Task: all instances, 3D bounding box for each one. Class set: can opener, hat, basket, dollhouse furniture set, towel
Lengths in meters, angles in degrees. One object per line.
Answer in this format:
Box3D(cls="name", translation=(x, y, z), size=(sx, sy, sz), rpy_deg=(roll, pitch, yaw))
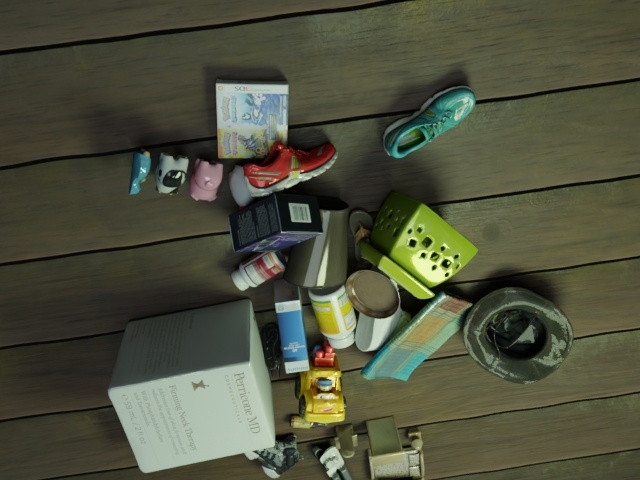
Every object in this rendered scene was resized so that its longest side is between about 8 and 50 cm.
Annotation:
Box3D(cls="can opener", translation=(0.058, 0.828, 2.270), size=(0.074, 0.093, 0.280), rpy_deg=(-37, 123, -19))
Box3D(cls="hat", translation=(0.613, 0.284, 1.997), size=(0.331, 0.134, 0.331), rpy_deg=(2, 103, 8))
Box3D(cls="basket", translation=(0.000, 0.000, 1.785), size=(0.204, 0.154, 0.226), rpy_deg=(-9, 117, -36))
Box3D(cls="dollhouse furniture set", translation=(0.221, 0.817, 2.218), size=(0.303, 0.174, 0.355), rpy_deg=(-9, 118, 0))
Box3D(cls="towel", translation=(0.315, 0.308, 1.963), size=(0.370, 0.040, 0.271), rpy_deg=(-48, 145, 18))

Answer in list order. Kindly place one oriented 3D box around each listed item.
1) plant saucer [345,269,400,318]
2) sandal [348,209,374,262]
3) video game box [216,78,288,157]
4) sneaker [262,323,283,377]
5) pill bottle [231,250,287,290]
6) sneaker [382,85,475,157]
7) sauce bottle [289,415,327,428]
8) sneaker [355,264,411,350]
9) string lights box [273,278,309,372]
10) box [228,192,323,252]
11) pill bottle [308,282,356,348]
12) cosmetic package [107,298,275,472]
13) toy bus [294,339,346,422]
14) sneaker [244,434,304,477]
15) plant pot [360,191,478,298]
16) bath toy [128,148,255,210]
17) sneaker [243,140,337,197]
Box3D(cls="plant saucer", translation=(0.154, 0.151, 1.824), size=(0.168, 0.029, 0.168), rpy_deg=(14, 125, 21))
Box3D(cls="sandal", translation=(0.125, -0.007, 1.849), size=(0.072, 0.049, 0.180), rpy_deg=(-7, 118, -1))
Box3D(cls="video game box", translation=(-0.179, -0.318, 1.662), size=(0.187, 0.048, 0.205), rpy_deg=(0, 118, -3))
Box3D(cls="sneaker", translation=(-0.149, 0.351, 2.006), size=(0.051, 0.089, 0.170), rpy_deg=(-3, 81, 8))
Box3D(cls="pill bottle", translation=(-0.181, 0.081, 1.847), size=(0.152, 0.086, 0.086), rpy_deg=(-31, 116, 12))
Box3D(cls="sneaker", translation=(0.295, -0.303, 1.676), size=(0.275, 0.110, 0.107), rpy_deg=(-34, 115, 11))
Box3D(cls="sauce bottle", translation=(-0.041, 0.624, 2.169), size=(0.128, 0.042, 0.042), rpy_deg=(5, 117, -10))
Box3D(cls="sneaker", translation=(0.214, 0.197, 1.946), size=(0.169, 0.108, 0.292), rpy_deg=(7, 101, -39))
Box3D(cls="string lights box", translation=(-0.087, 0.258, 1.920), size=(0.077, 0.133, 0.259), rpy_deg=(-7, 117, -2))
Box3D(cls="box", translation=(-0.122, -0.043, 1.686), size=(0.153, 0.108, 0.207), rpy_deg=(0, 165, -44))
Box3D(cls="pill bottle", translation=(0.044, 0.221, 1.923), size=(0.118, 0.117, 0.208), rpy_deg=(-15, 118, 3))
Box3D(cls="cosmetic package", translation=(-0.363, 0.420, 1.873), size=(0.394, 0.327, 0.329), rpy_deg=(-11, 118, 0))
Box3D(cls="toy bus", translation=(0.009, 0.431, 1.979), size=(0.150, 0.220, 0.211), rpy_deg=(4, 111, -11))
Box3D(cls="sneaker", translation=(-0.164, 0.701, 2.168), size=(0.153, 0.101, 0.268), rpy_deg=(-28, 122, 9))
Box3D(cls="plant pot", translation=(0.252, 0.021, 1.747), size=(0.228, 0.227, 0.207), rpy_deg=(38, 91, -19))
Box3D(cls="bath toy", translation=(-0.325, -0.156, 1.685), size=(0.348, 0.151, 0.129), rpy_deg=(7, 100, -18))
Box3D(cls="sneaker", translation=(-0.075, -0.209, 1.653), size=(0.279, 0.107, 0.118), rpy_deg=(-28, 108, -25))
